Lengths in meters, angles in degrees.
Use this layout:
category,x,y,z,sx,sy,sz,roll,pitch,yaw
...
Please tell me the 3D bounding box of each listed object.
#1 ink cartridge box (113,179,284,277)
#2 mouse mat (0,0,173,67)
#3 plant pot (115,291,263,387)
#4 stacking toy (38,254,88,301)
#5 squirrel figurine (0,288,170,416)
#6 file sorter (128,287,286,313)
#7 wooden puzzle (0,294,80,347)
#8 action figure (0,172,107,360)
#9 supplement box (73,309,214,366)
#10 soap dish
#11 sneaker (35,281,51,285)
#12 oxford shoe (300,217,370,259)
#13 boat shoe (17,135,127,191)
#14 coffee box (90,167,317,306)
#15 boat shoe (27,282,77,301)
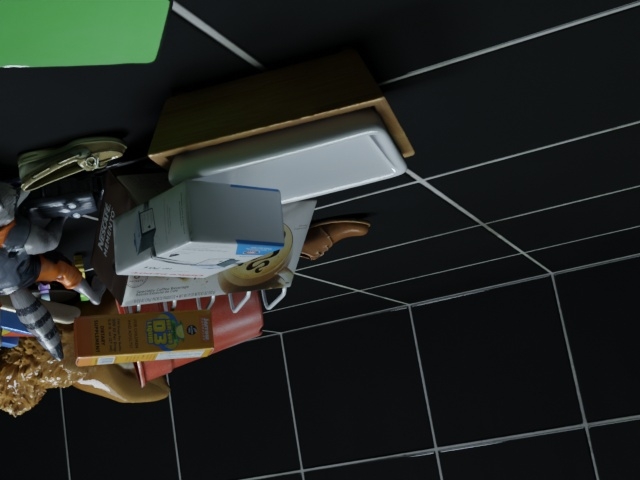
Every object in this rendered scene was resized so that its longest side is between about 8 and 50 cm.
category,x,y,z,sx,sy,sz,roll,pitch,yaw
ink cartridge box,-0.157,-0.010,1.171,0.140,0.082,0.191,4,163,-38
mouse mat,-0.250,-0.209,0.935,0.190,0.007,0.152,-6,167,-19
plant pot,-0.270,0.130,1.887,0.265,0.272,0.272,-15,169,-16
stacking toy,-0.555,0.100,1.871,0.167,0.052,0.221,-8,158,-15
squirrel figurine,-0.585,0.240,2.117,0.371,0.280,0.397,-2,-174,41
file sorter,-0.219,0.044,1.687,0.278,0.173,0.193,-5,166,-17
wooden puzzle,-0.644,0.130,1.679,0.322,0.080,0.348,18,164,-30
action figure,-0.413,0.019,1.366,0.342,0.178,0.330,-14,144,-1
supplement box,-0.304,0.166,1.602,0.234,0.078,0.080,-2,163,-19
soap dish,-0.042,-0.132,1.171,0.291,0.118,0.229,-12,167,12
sneaker,-0.521,0.046,1.707,0.042,0.067,0.118,-13,167,12
oxford shoe,0.000,0.000,1.876,0.212,0.076,0.076,-11,166,-2
boat shoe,-0.330,-0.103,1.240,0.153,0.048,0.056,-11,167,5
coffee box,-0.174,-0.013,1.389,0.297,0.119,0.168,-4,124,-37
boat shoe,-0.585,0.108,1.997,0.125,0.038,0.046,2,144,-43
